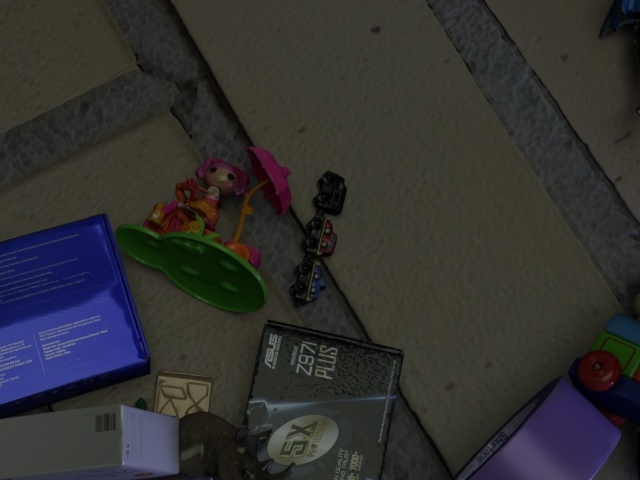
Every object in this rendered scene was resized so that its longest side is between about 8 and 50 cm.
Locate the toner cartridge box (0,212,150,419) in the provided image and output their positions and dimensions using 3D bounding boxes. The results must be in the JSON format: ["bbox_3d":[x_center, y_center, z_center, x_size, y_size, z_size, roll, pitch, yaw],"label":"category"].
[{"bbox_3d":[-0.360,0.102,1.258,0.348,0.075,0.165,-16,74,-11],"label":"toner cartridge box"}]

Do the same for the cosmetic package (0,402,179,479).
[{"bbox_3d":[-0.259,0.200,1.172,0.239,0.099,0.060,-10,74,23],"label":"cosmetic package"}]

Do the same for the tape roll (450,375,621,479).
[{"bbox_3d":[0.199,0.226,1.224,0.189,0.189,0.080,-43,83,-16],"label":"tape roll"}]

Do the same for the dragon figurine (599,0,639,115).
[{"bbox_3d":[0.380,-0.267,1.449,0.144,0.085,0.289,33,72,4],"label":"dragon figurine"}]

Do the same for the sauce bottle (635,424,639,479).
[{"bbox_3d":[0.381,0.191,1.298,0.111,0.111,0.344,9,73,-4],"label":"sauce bottle"}]

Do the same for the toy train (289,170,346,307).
[{"bbox_3d":[0.000,0.000,1.357,0.036,0.027,0.158,19,71,-12],"label":"toy train"}]

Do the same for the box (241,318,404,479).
[{"bbox_3d":[-0.006,0.187,1.270,0.147,0.077,0.180,13,72,-2],"label":"box"}]

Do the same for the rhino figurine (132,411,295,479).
[{"bbox_3d":[-0.131,0.218,1.202,0.243,0.073,0.106,-7,69,29],"label":"rhino figurine"}]

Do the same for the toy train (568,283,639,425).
[{"bbox_3d":[0.379,0.137,1.201,0.248,0.105,0.143,24,71,34],"label":"toy train"}]

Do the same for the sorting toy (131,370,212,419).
[{"bbox_3d":[-0.156,0.167,1.294,0.083,0.012,0.062,7,77,-8],"label":"sorting toy"}]

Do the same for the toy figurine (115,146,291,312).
[{"bbox_3d":[-0.104,-0.033,1.320,0.173,0.130,0.159,21,60,9],"label":"toy figurine"}]
